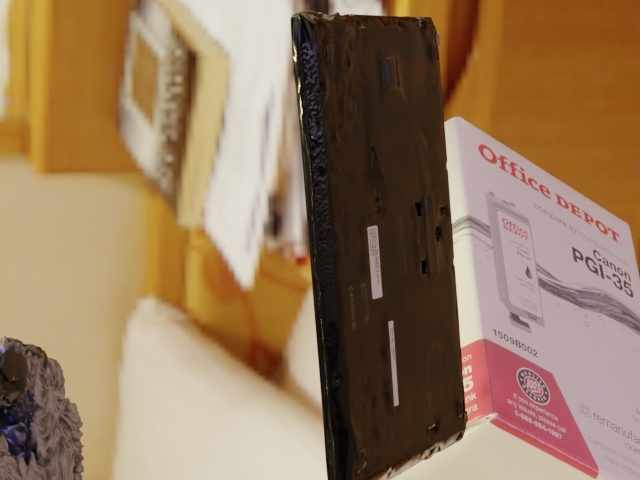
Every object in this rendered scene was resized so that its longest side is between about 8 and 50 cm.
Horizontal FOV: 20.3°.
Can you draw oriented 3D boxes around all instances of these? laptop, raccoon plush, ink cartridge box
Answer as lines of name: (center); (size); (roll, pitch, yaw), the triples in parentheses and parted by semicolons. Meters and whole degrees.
laptop: (0.000, 0.000, 0.971); (0.137, 0.264, 0.234); (-3, 95, 26)
raccoon plush: (-0.393, 0.284, 1.731); (0.216, 0.299, 0.446); (-19, -84, -67)
ink cartridge box: (0.141, 0.075, 1.315); (0.117, 0.207, 0.283); (-37, 38, 33)
